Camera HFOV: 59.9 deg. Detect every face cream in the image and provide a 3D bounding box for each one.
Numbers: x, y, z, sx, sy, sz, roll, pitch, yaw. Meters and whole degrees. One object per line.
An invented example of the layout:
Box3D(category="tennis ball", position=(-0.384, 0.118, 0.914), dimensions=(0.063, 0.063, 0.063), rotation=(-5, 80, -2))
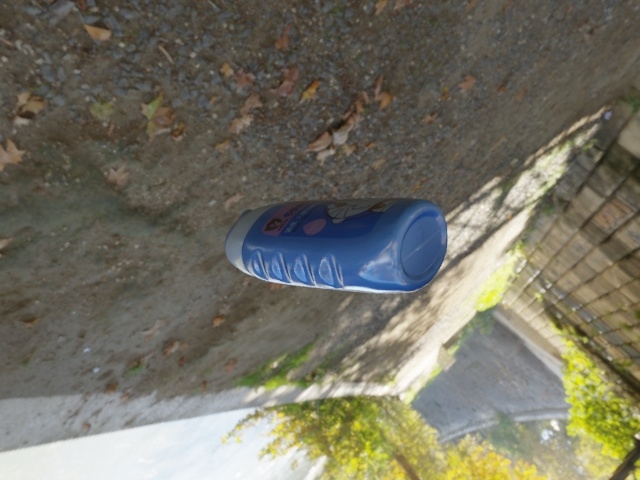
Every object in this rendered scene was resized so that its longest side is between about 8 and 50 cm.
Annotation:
Box3D(category="face cream", position=(0.000, 0.000, 0.602), dimensions=(0.149, 0.263, 0.083), rotation=(-31, 114, -44))
